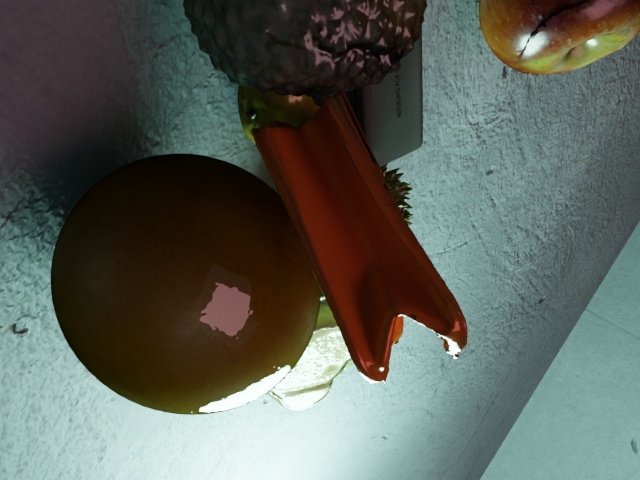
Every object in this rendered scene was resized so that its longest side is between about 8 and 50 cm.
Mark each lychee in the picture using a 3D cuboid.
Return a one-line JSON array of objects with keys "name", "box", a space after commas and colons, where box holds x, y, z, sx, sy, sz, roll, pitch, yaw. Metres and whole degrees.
[{"name": "lychee", "box": [-0.017, -0.272, 0.856, 0.255, 0.255, 0.274, -29, 126, -39]}]

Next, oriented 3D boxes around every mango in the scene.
[{"name": "mango", "box": [-0.030, -0.204, 1.054, 0.195, 0.098, 0.137, -58, 146, -12]}]

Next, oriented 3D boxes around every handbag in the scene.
[{"name": "handbag", "box": [0.056, -0.002, 0.979, 0.116, 0.303, 0.410, -25, 176, 4]}]

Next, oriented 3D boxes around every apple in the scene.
[{"name": "apple", "box": [0.388, -0.386, 1.341, 0.272, 0.206, 0.251, -22, 164, 6]}]

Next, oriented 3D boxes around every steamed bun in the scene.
[{"name": "steamed bun", "box": [-0.038, 0.181, 1.366, 0.231, 0.110, 0.212, -10, 135, -29]}]

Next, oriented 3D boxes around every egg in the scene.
[{"name": "egg", "box": [-0.141, 0.054, 0.936, 0.282, 0.282, 0.351, -52, 153, -11]}]

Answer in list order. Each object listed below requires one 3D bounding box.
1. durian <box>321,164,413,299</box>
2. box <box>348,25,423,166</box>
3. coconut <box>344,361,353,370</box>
[{"name": "durian", "box": [0.006, -0.004, 1.264, 0.355, 0.157, 0.169, -33, 177, -19]}, {"name": "box", "box": [0.090, -0.220, 1.146, 0.103, 0.055, 0.244, -26, 134, -20]}, {"name": "coconut", "box": [0.018, 0.189, 1.471, 0.088, 0.096, 0.088, -48, 180, 0]}]
